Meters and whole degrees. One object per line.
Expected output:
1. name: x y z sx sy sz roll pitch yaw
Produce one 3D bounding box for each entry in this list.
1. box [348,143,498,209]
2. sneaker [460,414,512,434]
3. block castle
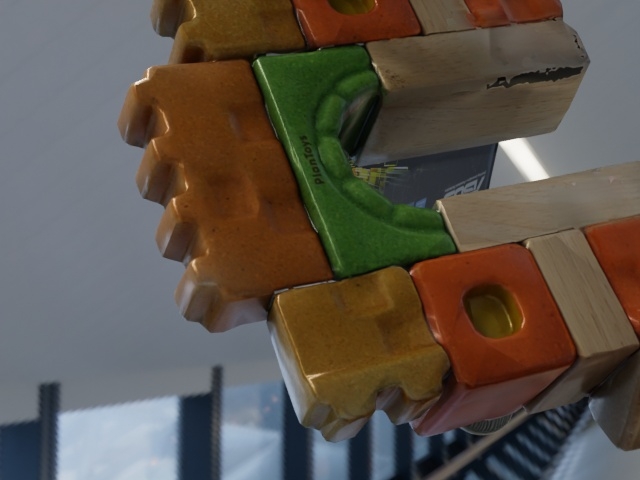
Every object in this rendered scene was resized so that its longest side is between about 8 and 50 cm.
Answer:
1. box: 0.087 -0.163 1.352 0.395 0.097 0.318 -23 -49 -48
2. sneaker: 0.109 0.148 1.276 0.222 0.118 0.083 20 -94 -39
3. block castle: 0.059 -0.090 0.391 0.213 0.453 0.303 -11 -28 -22
